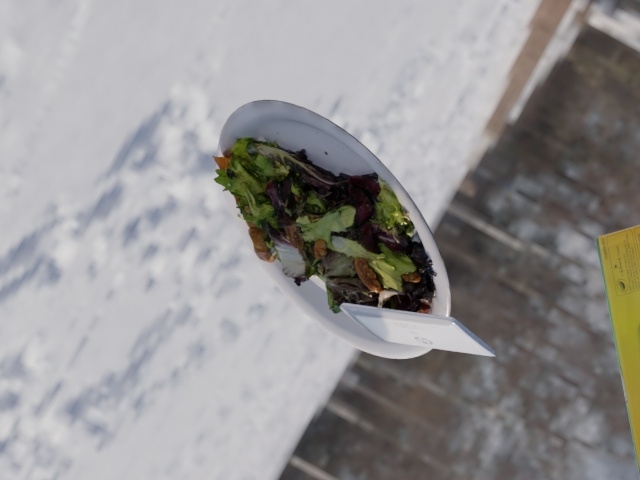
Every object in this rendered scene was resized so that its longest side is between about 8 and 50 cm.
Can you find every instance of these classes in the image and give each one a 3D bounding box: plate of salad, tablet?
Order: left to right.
[{"bbox_3d":[0.000,0.000,1.238,0.048,0.200,0.200,-39,167,-31],"label":"plate of salad"},{"bbox_3d":[0.057,0.053,1.130,0.054,0.083,0.006,38,66,-46],"label":"tablet"}]

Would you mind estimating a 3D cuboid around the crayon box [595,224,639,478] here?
[{"bbox_3d":[0.319,0.105,1.473,0.081,0.165,0.278,51,28,-51],"label":"crayon box"}]
